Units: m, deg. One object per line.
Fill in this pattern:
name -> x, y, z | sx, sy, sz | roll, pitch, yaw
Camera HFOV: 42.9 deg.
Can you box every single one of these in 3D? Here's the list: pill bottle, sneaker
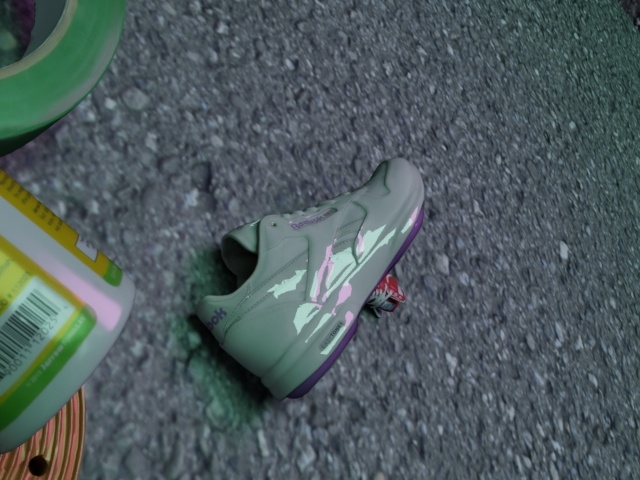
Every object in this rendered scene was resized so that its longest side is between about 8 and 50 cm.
pill bottle -> -0.242, 0.001, 0.473 | 0.245, 0.136, 0.136 | 43, 40, -19
sneaker -> 0.000, 0.000, 0.785 | 0.152, 0.114, 0.305 | 36, 52, 0
sneaker -> 0.052, 0.060, 0.889 | 0.067, 0.042, 0.118 | 56, 36, 1

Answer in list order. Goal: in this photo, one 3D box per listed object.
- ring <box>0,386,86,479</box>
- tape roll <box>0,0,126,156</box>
ring -> -0.298, 0.096, 0.486 | 0.336, 0.032, 0.337 | 27, 48, -34
tape roll -> -0.303, -0.214, 0.596 | 0.321, 0.077, 0.321 | 15, 67, -38
